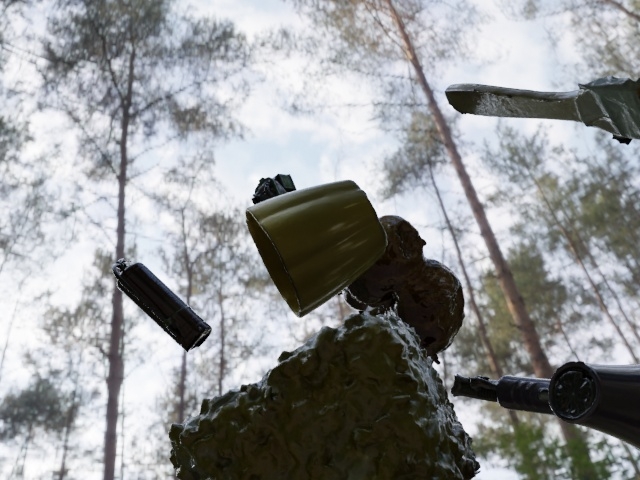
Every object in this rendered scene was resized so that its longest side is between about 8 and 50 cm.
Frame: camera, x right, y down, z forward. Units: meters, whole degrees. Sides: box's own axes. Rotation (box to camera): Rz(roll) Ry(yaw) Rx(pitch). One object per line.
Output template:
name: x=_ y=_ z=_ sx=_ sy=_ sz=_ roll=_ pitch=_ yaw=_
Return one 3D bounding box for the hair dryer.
hair dryer: x=0.288 y=0.194 z=1.012 sx=0.301 sy=0.121 sz=0.361 roll=16 pitch=-15 yaw=-37

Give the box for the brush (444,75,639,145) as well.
brush: x=0.242 y=-0.137 z=0.841 sx=0.020 sy=0.336 sz=0.085 roll=-53 pitch=-56 yaw=-12

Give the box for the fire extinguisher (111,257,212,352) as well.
fire extinguisher: x=-0.204 y=0.069 z=1.010 sx=0.045 sy=0.157 sz=0.078 roll=-49 pitch=-14 yaw=1

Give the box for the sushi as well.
sushi: x=0.000 y=0.264 z=1.042 sx=0.351 sy=0.240 sz=0.396 roll=-30 pitch=-15 yaw=8

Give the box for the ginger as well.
ginger: x=0.147 y=0.113 z=1.666 sx=0.274 sy=0.152 sz=0.357 roll=-26 pitch=-67 yaw=42

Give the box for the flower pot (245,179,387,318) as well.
flower pot: x=0.000 y=0.000 z=1.319 sx=0.179 sy=0.195 sz=0.195 roll=-26 pitch=-50 yaw=-11

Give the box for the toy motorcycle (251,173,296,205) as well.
toy motorcycle: x=-0.065 y=-0.047 z=1.545 sx=0.100 sy=0.173 sz=0.058 roll=1 pitch=-33 yaw=-48
